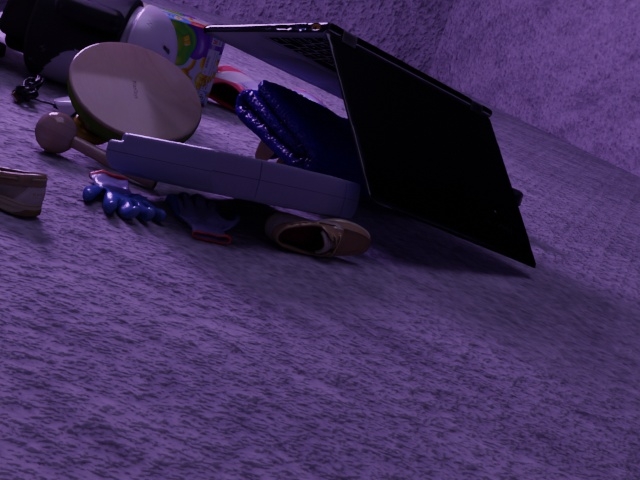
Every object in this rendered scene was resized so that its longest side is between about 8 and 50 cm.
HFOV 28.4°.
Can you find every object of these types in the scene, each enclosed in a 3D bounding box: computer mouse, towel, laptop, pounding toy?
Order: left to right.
[{"bbox_3d":[-0.347,-0.199,1.837,0.193,0.042,0.106,18,12,-1],"label":"computer mouse"},{"bbox_3d":[-0.268,-0.146,1.668,0.183,0.110,0.237,29,42,-6],"label":"pounding toy"},{"bbox_3d":[0.037,-0.140,1.922,0.308,0.076,0.227,15,22,-47],"label":"towel"},{"bbox_3d":[0.070,-0.139,1.821,0.408,0.236,0.382,9,-8,44],"label":"laptop"}]

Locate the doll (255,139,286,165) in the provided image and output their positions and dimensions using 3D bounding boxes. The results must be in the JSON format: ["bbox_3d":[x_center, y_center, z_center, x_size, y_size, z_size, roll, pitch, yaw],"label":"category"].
[{"bbox_3d":[-0.036,-0.132,1.992,0.129,0.046,0.189,32,15,11],"label":"doll"}]

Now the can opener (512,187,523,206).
[{"bbox_3d":[0.240,-0.067,2.093,0.186,0.073,0.059,5,25,-16],"label":"can opener"}]

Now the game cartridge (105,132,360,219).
[{"bbox_3d":[-0.091,-0.075,1.545,0.198,0.062,0.297,18,5,36],"label":"game cartridge"}]

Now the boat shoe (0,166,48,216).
[{"bbox_3d":[-0.349,-0.071,1.299,0.153,0.048,0.056,23,14,17],"label":"boat shoe"}]

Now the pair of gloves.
[{"bbox_3d":[-0.181,-0.041,1.470,0.198,0.023,0.159,13,14,-20],"label":"pair of gloves"}]

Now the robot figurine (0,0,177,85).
[{"bbox_3d":[-0.369,-0.322,2.036,0.278,0.173,0.209,19,23,1],"label":"robot figurine"}]

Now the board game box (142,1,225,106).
[{"bbox_3d":[-0.331,-0.353,2.266,0.275,0.142,0.144,11,15,-30],"label":"board game box"}]

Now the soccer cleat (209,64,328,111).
[{"bbox_3d":[-0.103,-0.252,2.353,0.248,0.083,0.095,24,38,6],"label":"soccer cleat"}]

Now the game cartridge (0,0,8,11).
[{"bbox_3d":[-0.556,-0.457,2.120,0.355,0.068,0.230,-2,-15,40],"label":"game cartridge"}]

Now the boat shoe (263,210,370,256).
[{"bbox_3d":[0.000,0.000,1.511,0.135,0.050,0.045,7,23,-20],"label":"boat shoe"}]

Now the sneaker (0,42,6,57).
[{"bbox_3d":[-0.584,-0.341,2.008,0.178,0.077,0.072,19,14,-4],"label":"sneaker"}]
